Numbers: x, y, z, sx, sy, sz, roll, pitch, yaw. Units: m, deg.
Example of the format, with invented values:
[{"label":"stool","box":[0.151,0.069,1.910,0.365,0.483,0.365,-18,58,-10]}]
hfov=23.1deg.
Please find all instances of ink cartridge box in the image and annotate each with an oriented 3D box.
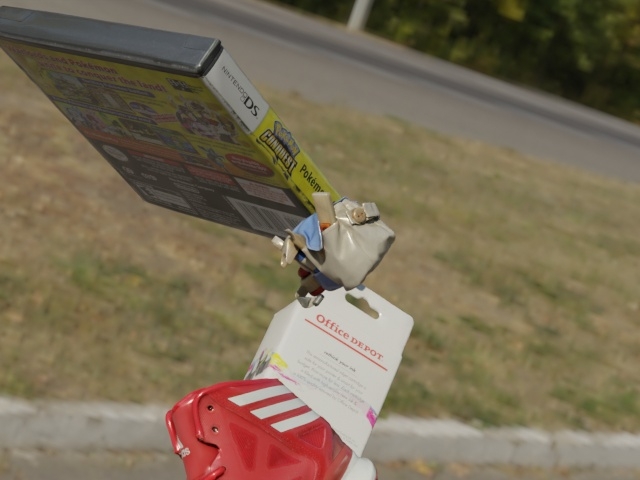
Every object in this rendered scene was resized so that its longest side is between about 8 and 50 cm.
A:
[{"label":"ink cartridge box","box":[-0.004,0.121,1.307,0.104,0.181,0.061,33,-31,-13]}]

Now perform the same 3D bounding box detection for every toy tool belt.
[{"label":"toy tool belt","box":[0.000,0.000,0.845,0.051,0.052,0.083,44,-29,-11]}]

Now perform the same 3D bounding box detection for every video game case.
[{"label":"video game case","box":[-0.119,-0.091,1.302,0.275,0.035,0.248,16,-25,42]}]

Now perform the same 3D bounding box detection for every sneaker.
[{"label":"sneaker","box":[-0.068,0.167,0.902,0.128,0.087,0.221,48,44,-9]}]
